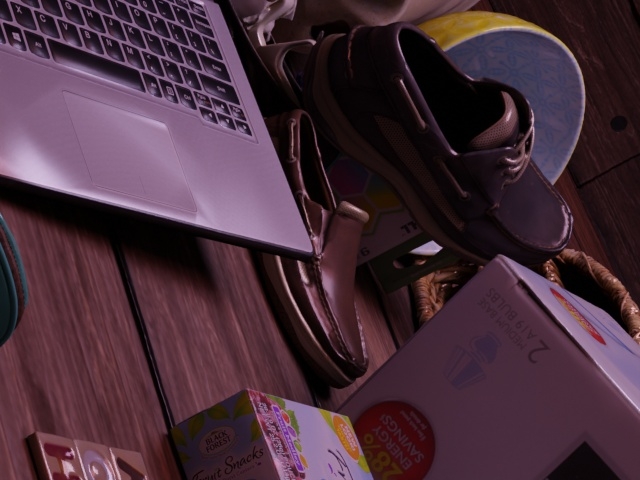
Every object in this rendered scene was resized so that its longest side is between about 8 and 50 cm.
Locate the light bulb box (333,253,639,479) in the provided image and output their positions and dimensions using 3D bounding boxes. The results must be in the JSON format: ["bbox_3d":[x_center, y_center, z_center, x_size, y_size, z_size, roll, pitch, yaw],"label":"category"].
[{"bbox_3d":[0.235,0.230,1.382,0.358,0.225,0.361,48,10,22],"label":"light bulb box"}]

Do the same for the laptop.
[{"bbox_3d":[-0.097,-0.237,1.164,0.382,0.236,0.408,14,49,-55],"label":"laptop"}]

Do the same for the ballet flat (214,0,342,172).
[{"bbox_3d":[-0.053,-0.189,1.573,0.280,0.096,0.095,62,18,2],"label":"ballet flat"}]

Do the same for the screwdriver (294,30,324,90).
[{"bbox_3d":[-0.016,-0.175,1.638,0.170,0.024,0.025,113,-31,-62],"label":"screwdriver"}]

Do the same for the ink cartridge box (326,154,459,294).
[{"bbox_3d":[0.057,-0.044,1.649,0.209,0.109,0.062,59,16,-11],"label":"ink cartridge box"}]

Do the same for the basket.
[{"bbox_3d":[0.247,0.116,1.780,0.223,0.213,0.299,53,17,-29],"label":"basket"}]

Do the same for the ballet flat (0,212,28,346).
[{"bbox_3d":[-0.232,-0.045,0.814,0.247,0.083,0.087,53,4,-35],"label":"ballet flat"}]

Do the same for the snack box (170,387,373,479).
[{"bbox_3d":[-0.004,0.214,1.099,0.174,0.070,0.207,28,38,-63],"label":"snack box"}]

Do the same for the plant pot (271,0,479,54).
[{"bbox_3d":[0.036,-0.351,1.797,0.334,0.333,0.305,58,27,-12],"label":"plant pot"}]

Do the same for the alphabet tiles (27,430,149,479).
[{"bbox_3d":[-0.097,0.222,0.911,0.198,0.009,0.237,28,37,-63],"label":"alphabet tiles"}]

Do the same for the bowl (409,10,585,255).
[{"bbox_3d":[0.133,-0.144,1.814,0.289,0.289,0.156,45,4,-46],"label":"bowl"}]

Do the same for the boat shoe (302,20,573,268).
[{"bbox_3d":[0.139,-0.084,1.557,0.355,0.130,0.132,33,53,-34],"label":"boat shoe"}]

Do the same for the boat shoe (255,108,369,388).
[{"bbox_3d":[-0.003,-0.002,1.414,0.095,0.095,0.257,23,42,-66],"label":"boat shoe"}]
